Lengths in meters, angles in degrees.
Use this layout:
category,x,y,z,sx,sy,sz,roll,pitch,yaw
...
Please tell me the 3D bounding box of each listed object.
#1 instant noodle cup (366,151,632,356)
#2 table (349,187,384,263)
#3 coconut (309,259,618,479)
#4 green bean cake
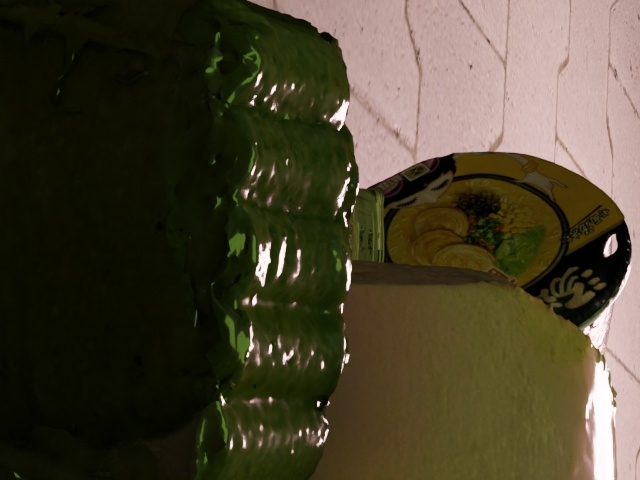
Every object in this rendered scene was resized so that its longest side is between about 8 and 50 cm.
category,x,y,z,sx,sy,sz,roll,pitch,yaw
instant noodle cup,0.123,0.084,1.385,0.215,0.216,0.236,-70,161,-45
table,0.000,0.000,1.210,0.083,0.062,0.079,18,72,-69
coconut,0.003,0.173,0.902,0.309,0.297,0.297,-77,157,-47
green bean cake,-0.098,0.002,0.713,0.113,0.214,0.200,18,72,-64
